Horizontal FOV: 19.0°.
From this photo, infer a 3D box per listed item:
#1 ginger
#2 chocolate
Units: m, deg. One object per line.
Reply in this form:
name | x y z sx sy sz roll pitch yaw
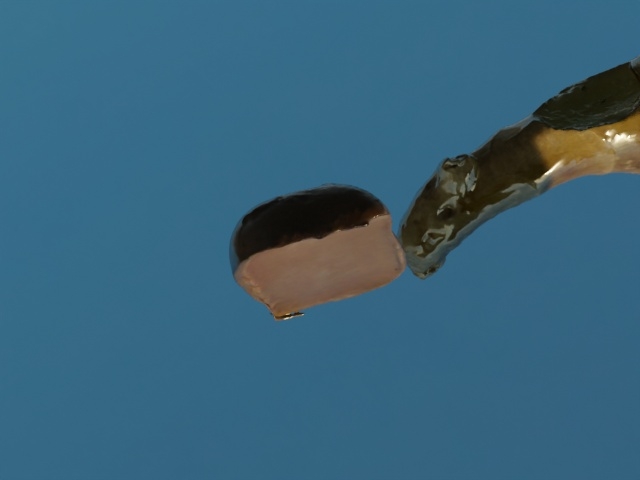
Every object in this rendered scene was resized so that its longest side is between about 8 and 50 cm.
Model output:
ginger | 0.183 -0.060 1.327 0.294 0.131 0.086 -24 -113 -5
chocolate | 0.000 0.000 0.735 0.064 0.101 0.031 -16 -107 7
